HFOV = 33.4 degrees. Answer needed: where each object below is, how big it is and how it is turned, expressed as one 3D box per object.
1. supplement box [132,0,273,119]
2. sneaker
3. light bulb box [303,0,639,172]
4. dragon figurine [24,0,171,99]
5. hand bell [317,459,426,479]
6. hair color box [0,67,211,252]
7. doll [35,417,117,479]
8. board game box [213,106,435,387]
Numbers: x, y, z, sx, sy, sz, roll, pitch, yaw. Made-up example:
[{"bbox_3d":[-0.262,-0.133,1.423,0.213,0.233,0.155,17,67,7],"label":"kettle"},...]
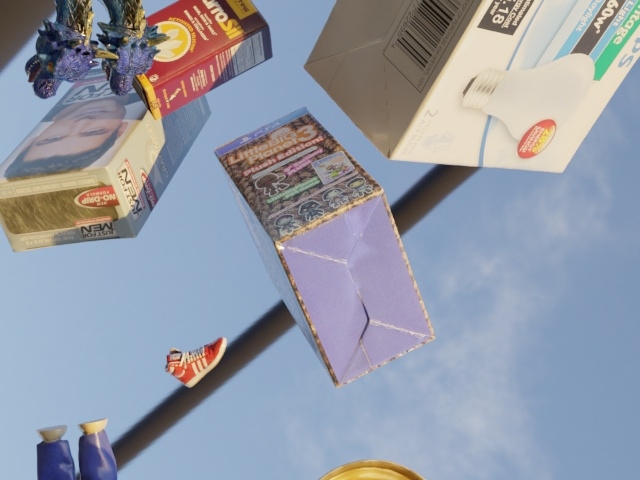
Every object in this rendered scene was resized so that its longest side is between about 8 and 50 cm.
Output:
[{"bbox_3d":[-0.170,-0.259,1.424,0.104,0.188,0.081,54,-12,21],"label":"supplement box"},{"bbox_3d":[-0.211,0.191,1.767,0.067,0.042,0.118,33,-64,-22],"label":"sneaker"},{"bbox_3d":[0.235,-0.294,1.382,0.225,0.361,0.358,53,-53,35],"label":"light bulb box"},{"bbox_3d":[-0.122,-0.228,0.646,0.144,0.085,0.289,35,-71,27],"label":"dragon figurine"},{"bbox_3d":[0.006,0.240,0.847,0.126,0.126,0.242,61,-19,4],"label":"hand bell"},{"bbox_3d":[-0.305,-0.136,1.530,0.185,0.374,0.113,-7,-59,16],"label":"hair color box"},{"bbox_3d":[-0.211,0.262,0.981,0.046,0.129,0.189,160,-77,-73],"label":"doll"},{"bbox_3d":[0.000,0.000,1.366,0.232,0.141,0.291,68,-8,-31],"label":"board game box"}]
